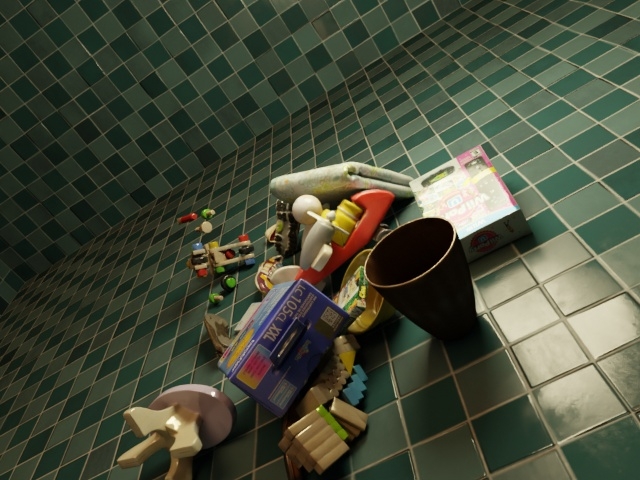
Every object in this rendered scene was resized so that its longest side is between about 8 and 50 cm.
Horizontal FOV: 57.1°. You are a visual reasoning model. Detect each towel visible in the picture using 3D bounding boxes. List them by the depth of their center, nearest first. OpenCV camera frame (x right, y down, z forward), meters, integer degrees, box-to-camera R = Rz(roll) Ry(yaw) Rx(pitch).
[{"bbox_3d":[0.077,-0.170,1.862,0.320,0.374,0.090,-10,80,42],"label":"towel"}]

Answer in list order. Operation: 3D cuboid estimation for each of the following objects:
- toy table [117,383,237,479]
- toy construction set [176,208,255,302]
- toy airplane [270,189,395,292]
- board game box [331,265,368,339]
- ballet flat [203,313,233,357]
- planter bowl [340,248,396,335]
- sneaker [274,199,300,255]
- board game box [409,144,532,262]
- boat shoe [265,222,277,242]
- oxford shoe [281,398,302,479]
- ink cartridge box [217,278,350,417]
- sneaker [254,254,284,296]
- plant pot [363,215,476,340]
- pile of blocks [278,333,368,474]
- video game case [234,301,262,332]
[{"bbox_3d":[-0.349,0.465,1.409,0.274,0.252,0.161,-35,7,30],"label":"toy table"},{"bbox_3d":[-0.420,0.036,2.152,0.237,0.309,0.257,-9,28,51],"label":"toy construction set"},{"bbox_3d":[0.000,0.000,1.697,0.386,0.272,0.384,-29,12,50],"label":"toy airplane"},{"bbox_3d":[0.040,0.190,1.467,0.260,0.030,0.136,-53,20,38],"label":"board game box"},{"bbox_3d":[-0.319,0.296,1.835,0.250,0.084,0.058,40,113,61],"label":"ballet flat"},{"bbox_3d":[0.137,0.137,1.473,0.217,0.090,0.217,-41,41,49],"label":"planter bowl"},{"bbox_3d":[-0.108,-0.089,2.044,0.118,0.107,0.279,-87,12,-69],"label":"sneaker"},{"bbox_3d":[0.382,-0.091,1.539,0.224,0.097,0.303,-29,38,15],"label":"board game box"},{"bbox_3d":[-0.133,-0.053,2.202,0.170,0.063,0.059,-43,28,7],"label":"boat shoe"},{"bbox_3d":[-0.048,0.429,1.280,0.076,0.076,0.212,0,37,-4],"label":"oxford shoe"},{"bbox_3d":[-0.092,0.239,1.363,0.270,0.151,0.395,-55,9,-14],"label":"ink cartridge box"},{"bbox_3d":[-0.163,0.110,1.949,0.083,0.069,0.185,-33,26,17],"label":"sneaker"},{"bbox_3d":[0.244,0.103,1.280,0.215,0.230,0.215,-29,26,16],"label":"plant pot"},{"bbox_3d":[0.019,0.364,1.282,0.113,0.149,0.362,-59,1,37],"label":"pile of blocks"},{"bbox_3d":[-0.182,0.235,1.825,0.166,0.015,0.119,-11,34,41],"label":"video game case"}]
